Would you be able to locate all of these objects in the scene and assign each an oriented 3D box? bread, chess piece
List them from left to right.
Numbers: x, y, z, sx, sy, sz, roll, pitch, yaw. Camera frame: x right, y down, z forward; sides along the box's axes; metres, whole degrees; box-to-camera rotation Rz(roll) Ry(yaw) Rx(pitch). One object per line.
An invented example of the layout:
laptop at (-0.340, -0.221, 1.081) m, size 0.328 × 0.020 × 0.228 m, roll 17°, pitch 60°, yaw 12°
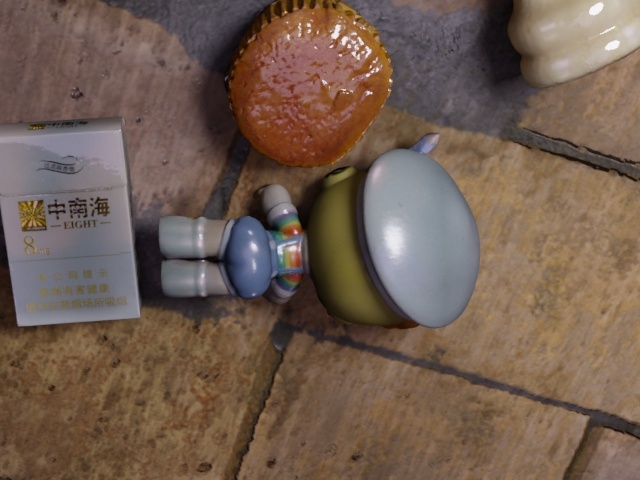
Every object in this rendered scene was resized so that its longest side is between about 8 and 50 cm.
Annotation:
bread at (-0.013, -0.182, 1.404) m, size 0.199 × 0.104 × 0.199 m, roll -1°, pitch 110°, yaw -2°
chess piece at (0.245, -0.337, 1.354) m, size 0.167 × 0.167 × 0.300 m, roll -27°, pitch 104°, yaw 6°

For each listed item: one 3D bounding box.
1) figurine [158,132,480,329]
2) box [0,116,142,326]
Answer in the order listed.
figurine at (0.001, 0.031, 1.435) m, size 0.381 × 0.205 × 0.225 m, roll -17°, pitch 99°, yaw 3°
box at (-0.300, -0.022, 1.460) m, size 0.155 × 0.067 × 0.243 m, roll -5°, pitch 112°, yaw -4°
